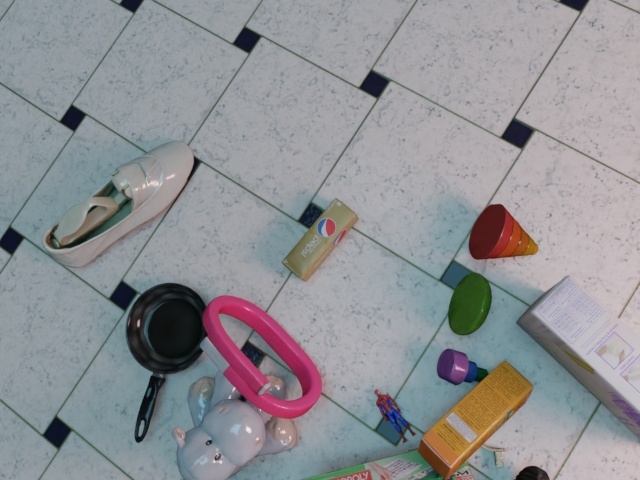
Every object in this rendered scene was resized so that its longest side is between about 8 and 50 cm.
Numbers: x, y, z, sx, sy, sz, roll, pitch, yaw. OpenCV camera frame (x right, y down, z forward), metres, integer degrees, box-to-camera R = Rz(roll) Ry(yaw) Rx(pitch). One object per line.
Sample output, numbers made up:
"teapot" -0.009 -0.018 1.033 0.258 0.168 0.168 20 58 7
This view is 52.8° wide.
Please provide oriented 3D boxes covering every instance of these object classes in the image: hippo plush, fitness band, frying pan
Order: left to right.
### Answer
"frying pan" -0.318 0.253 1.391 0.197 0.053 0.326 -12 79 9
"hippo plush" -0.207 0.367 1.249 0.294 0.236 0.234 -38 75 2
"fitness band" -0.118 0.223 1.276 0.291 0.209 0.054 45 113 17

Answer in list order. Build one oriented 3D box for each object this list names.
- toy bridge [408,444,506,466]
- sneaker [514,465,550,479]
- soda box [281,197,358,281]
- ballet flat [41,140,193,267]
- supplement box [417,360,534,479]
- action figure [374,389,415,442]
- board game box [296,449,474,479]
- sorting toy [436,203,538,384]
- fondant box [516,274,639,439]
"toy bridge" 0.264 0.410 1.256 0.188 0.026 0.063 -5 77 10
"sneaker" 0.402 0.581 1.161 0.146 0.122 0.330 11 80 -5
"soda box" 0.000 0.000 1.372 0.058 0.061 0.181 39 88 15
"ballet flat" -0.457 -0.087 1.446 0.400 0.139 0.139 -40 74 1
"supplement box" 0.289 0.329 1.193 0.233 0.078 0.080 -37 60 -23
"action figure" 0.145 0.348 1.293 0.038 0.030 0.115 -39 72 7
"board game box" 0.134 0.498 1.147 0.317 0.046 0.213 -12 53 -7
"sorting toy" 0.344 0.117 1.278 0.126 0.127 0.365 19 85 -16
"fondant box" 0.511 0.221 1.135 0.096 0.238 0.330 -46 74 -1
